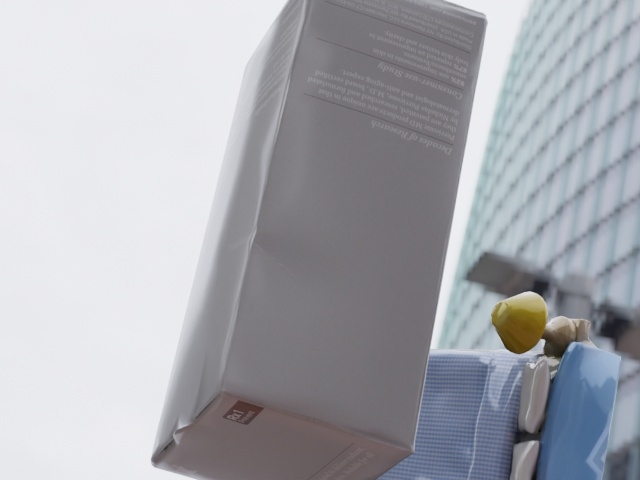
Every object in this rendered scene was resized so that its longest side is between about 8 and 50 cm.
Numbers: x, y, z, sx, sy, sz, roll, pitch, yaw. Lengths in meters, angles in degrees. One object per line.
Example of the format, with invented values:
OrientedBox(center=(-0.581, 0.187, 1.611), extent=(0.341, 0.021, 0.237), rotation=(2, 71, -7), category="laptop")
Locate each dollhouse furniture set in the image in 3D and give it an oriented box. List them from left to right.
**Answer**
OrientedBox(center=(0.026, 0.174, 1.385), extent=(0.198, 0.303, 0.286), rotation=(19, -11, -35), category="dollhouse furniture set")

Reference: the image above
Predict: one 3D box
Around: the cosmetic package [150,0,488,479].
OrientedBox(center=(0.000, 0.000, 0.943), extent=(0.107, 0.238, 0.127), rotation=(16, -24, -14), category="cosmetic package")
